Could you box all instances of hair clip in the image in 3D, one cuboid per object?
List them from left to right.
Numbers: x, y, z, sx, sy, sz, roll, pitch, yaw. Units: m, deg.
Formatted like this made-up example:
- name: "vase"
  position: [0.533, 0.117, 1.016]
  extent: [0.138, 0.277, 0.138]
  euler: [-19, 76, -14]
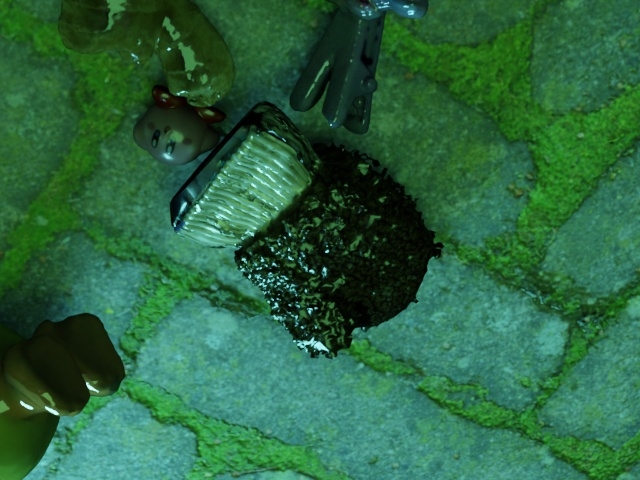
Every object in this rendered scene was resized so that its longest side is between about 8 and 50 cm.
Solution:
- name: "hair clip"
  position: [0.045, -0.221, 1.088]
  extent: [0.090, 0.137, 0.278]
  euler: [-17, 129, -45]

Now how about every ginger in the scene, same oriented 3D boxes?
- name: "ginger"
  position: [-0.183, -0.264, 1.031]
  extent: [0.147, 0.081, 0.334]
  euler: [-17, 116, -4]

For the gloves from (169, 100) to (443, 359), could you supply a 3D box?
- name: "gloves"
  position: [-0.004, 0.000, 1.185]
  extent: [0.312, 0.135, 0.210]
  euler: [27, 103, -27]

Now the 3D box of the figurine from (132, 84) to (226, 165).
- name: "figurine"
  position: [-0.141, -0.109, 1.132]
  extent: [0.083, 0.067, 0.071]
  euler: [21, 100, -10]

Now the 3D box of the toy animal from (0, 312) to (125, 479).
- name: "toy animal"
  position: [-0.387, 0.188, 1.178]
  extent: [0.338, 0.216, 0.191]
  euler: [-37, 92, 13]
